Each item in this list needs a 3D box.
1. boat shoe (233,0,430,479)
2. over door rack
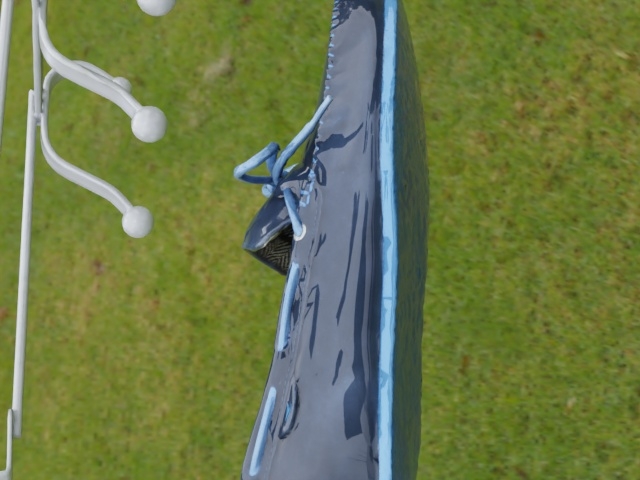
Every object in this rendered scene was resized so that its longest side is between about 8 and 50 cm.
[{"bbox_3d":[0.000,0.000,0.536,0.089,0.109,0.258,-1,70,17],"label":"boat shoe"},{"bbox_3d":[-0.148,-0.040,0.645,0.239,0.108,0.324,108,172,-57],"label":"over door rack"}]
